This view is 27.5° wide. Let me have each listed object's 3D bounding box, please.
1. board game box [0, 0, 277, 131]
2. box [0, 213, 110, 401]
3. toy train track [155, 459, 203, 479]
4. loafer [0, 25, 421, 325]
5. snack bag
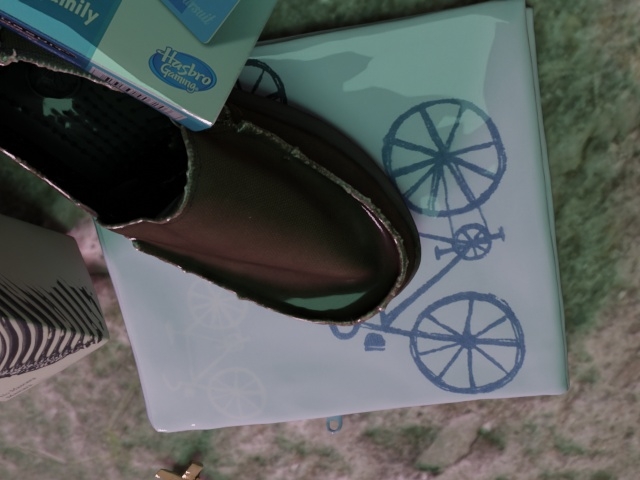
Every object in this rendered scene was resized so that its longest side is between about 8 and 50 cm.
[{"bbox_3d":[-0.096,-0.266,0.692,0.253,0.079,0.336,28,87,-13],"label":"board game box"},{"bbox_3d":[-0.267,0.033,0.855,0.113,0.094,0.275,-31,158,19],"label":"box"},{"bbox_3d":[-0.121,0.206,1.085,0.048,0.014,0.083,26,123,-20],"label":"toy train track"},{"bbox_3d":[-0.091,-0.033,0.829,0.366,0.130,0.134,28,117,-22],"label":"loafer"},{"bbox_3d":[0.000,0.000,0.952,0.342,0.037,0.323,-8,118,8],"label":"snack bag"}]
